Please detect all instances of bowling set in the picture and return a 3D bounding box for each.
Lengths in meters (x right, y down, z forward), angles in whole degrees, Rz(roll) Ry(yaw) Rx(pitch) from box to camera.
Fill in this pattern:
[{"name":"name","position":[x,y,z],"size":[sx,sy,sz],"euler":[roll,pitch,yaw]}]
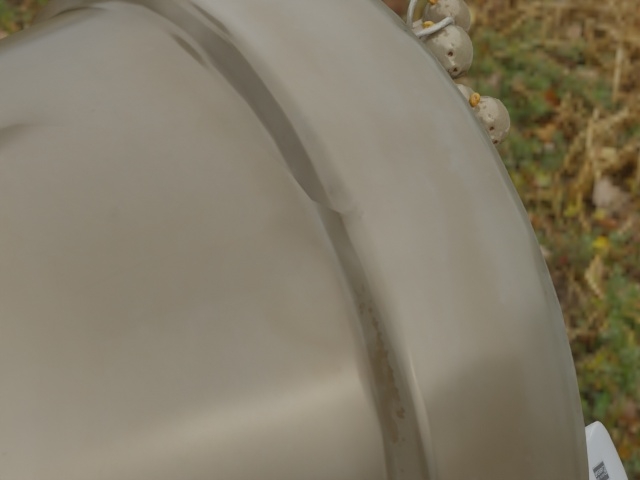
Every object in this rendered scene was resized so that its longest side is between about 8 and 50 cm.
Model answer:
[{"name":"bowling set","position":[0.087,-0.104,1.176],"size":[0.154,0.287,0.200],"euler":[-37,54,1]}]

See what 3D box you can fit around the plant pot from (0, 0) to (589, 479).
[{"name":"plant pot","position":[-0.119,0.079,0.511],"size":[0.280,0.323,0.323],"euler":[-16,36,-31]}]

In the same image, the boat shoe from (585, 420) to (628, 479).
[{"name":"boat shoe","position":[0.249,0.258,1.536],"size":[0.102,0.108,0.301],"euler":[-23,-8,19]}]
